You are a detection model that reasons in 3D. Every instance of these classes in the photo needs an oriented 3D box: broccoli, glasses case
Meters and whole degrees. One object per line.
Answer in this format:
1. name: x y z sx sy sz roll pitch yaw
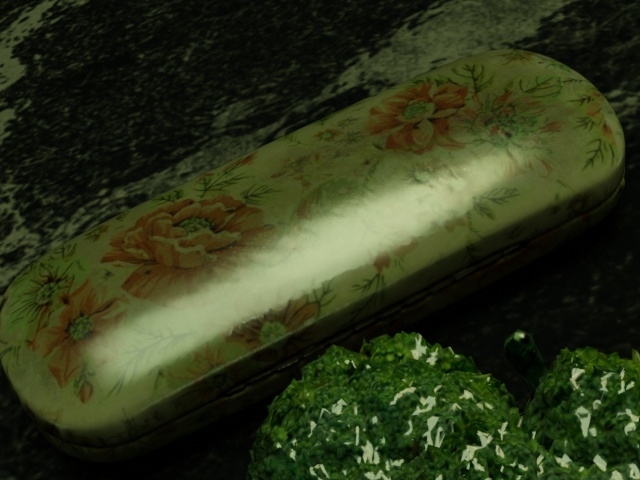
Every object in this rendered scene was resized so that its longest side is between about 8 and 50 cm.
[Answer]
1. broccoli: 0.096 0.163 0.477 0.321 0.304 0.283 26 27 31
2. glasses case: 0.000 0.000 0.755 0.425 0.098 0.156 -26 50 -12
